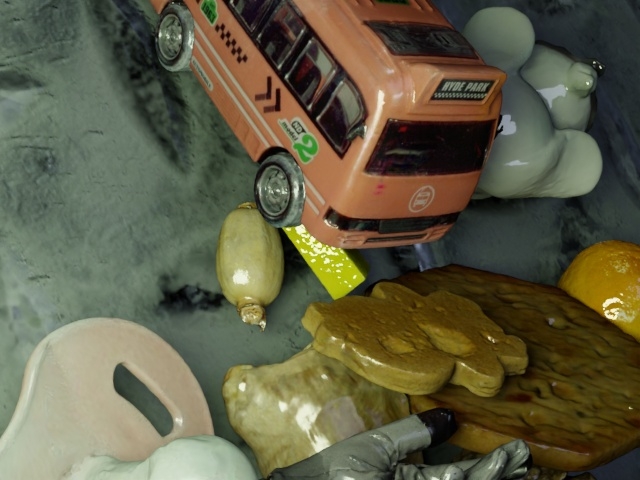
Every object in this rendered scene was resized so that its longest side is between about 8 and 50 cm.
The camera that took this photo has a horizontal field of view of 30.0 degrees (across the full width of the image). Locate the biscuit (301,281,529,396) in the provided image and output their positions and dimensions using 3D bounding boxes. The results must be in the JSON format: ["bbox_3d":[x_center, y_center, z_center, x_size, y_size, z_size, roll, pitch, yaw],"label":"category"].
[{"bbox_3d":[0.097,0.102,1.200,0.249,0.035,0.184,-3,32,-45],"label":"biscuit"}]

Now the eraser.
[{"bbox_3d":[0.000,0.000,1.297,0.122,0.045,0.097,52,10,-4],"label":"eraser"}]

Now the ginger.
[{"bbox_3d":[-0.001,0.231,1.162,0.221,0.130,0.276,-36,87,-33],"label":"ginger"}]

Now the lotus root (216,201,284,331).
[{"bbox_3d":[-0.074,0.022,1.246,0.073,0.062,0.150,18,53,-33],"label":"lotus root"}]

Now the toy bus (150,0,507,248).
[{"bbox_3d":[0.002,-0.199,1.241,0.203,0.233,0.427,-5,48,-40],"label":"toy bus"}]

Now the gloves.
[{"bbox_3d":[0.050,0.221,1.056,0.285,0.119,0.142,-12,51,-1],"label":"gloves"}]

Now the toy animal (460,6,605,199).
[{"bbox_3d":[0.249,-0.147,1.507,0.249,0.174,0.289,39,49,-16],"label":"toy animal"}]

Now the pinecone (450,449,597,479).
[{"bbox_3d":[0.209,0.301,1.256,0.184,0.179,0.205,-18,121,-12],"label":"pinecone"}]

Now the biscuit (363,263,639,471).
[{"bbox_3d":[0.204,0.129,1.301,0.359,0.046,0.359,12,28,-6],"label":"biscuit"}]

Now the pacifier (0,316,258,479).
[{"bbox_3d":[-0.176,0.215,0.977,0.220,0.273,0.332,27,52,-1],"label":"pacifier"}]

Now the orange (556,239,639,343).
[{"bbox_3d":[0.369,0.087,1.491,0.155,0.177,0.178,3,65,-10],"label":"orange"}]
